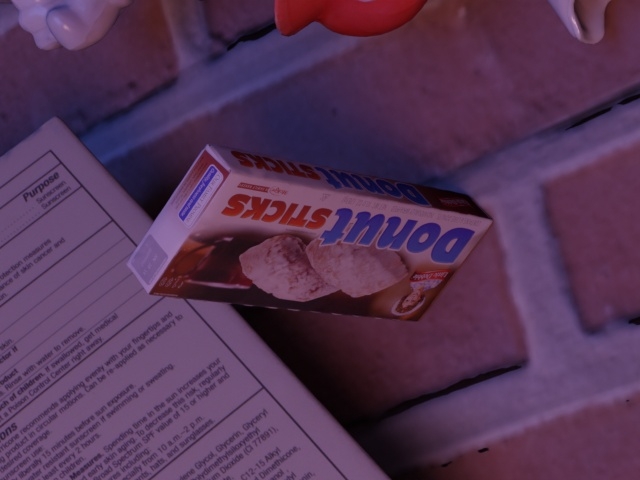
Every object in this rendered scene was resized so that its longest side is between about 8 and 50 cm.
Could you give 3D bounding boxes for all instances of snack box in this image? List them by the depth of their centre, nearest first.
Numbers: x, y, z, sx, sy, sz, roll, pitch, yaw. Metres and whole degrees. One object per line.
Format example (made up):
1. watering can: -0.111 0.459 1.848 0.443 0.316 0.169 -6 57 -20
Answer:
1. snack box: 0.000 0.000 0.790 0.022 0.178 0.064 49 115 33

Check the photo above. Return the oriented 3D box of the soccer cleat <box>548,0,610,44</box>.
1. soccer cleat: 0.166 -0.150 0.751 0.196 0.068 0.076 -31 73 40

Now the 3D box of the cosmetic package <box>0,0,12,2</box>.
1. cosmetic package: -0.233 -0.189 1.062 0.239 0.060 0.099 7 91 38

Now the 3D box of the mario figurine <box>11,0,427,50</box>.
1. mario figurine: -0.090 -0.173 0.843 0.320 0.198 0.170 25 85 26

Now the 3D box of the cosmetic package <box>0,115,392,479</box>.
1. cosmetic package: -0.084 0.104 0.851 0.160 0.113 0.309 -38 57 -9
